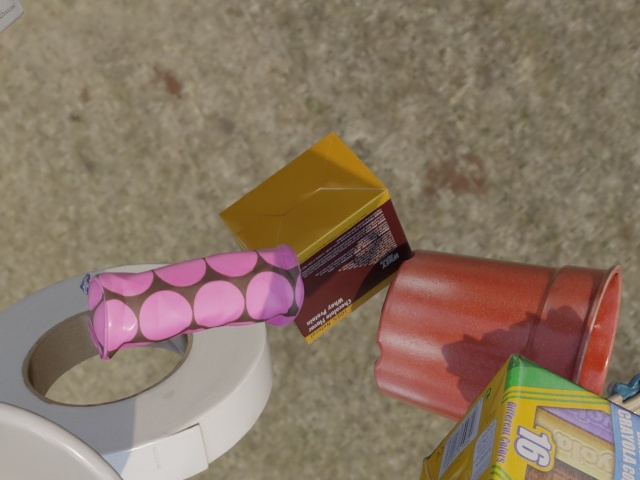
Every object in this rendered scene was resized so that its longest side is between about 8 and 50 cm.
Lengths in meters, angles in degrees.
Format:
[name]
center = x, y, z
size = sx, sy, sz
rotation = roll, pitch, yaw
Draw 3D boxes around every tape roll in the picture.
[tape roll]
center = -0.249, 0.160, 1.524
size = 0.392, 0.392, 0.072
rotation = 22, 133, 39

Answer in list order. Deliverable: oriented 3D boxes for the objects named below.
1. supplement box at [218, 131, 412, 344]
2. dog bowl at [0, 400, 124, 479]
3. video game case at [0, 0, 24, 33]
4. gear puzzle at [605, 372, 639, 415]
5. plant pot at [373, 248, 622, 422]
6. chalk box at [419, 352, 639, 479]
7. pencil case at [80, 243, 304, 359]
[supplement box]
center = 0.000, 0.000, 1.693
size = 0.129, 0.191, 0.194
rotation = 50, 173, 34
[dog bowl]
center = -0.254, 0.265, 0.890
size = 0.349, 0.349, 0.102
rotation = 52, 127, 5
[video game case]
center = -0.487, -0.128, 1.272
size = 0.329, 0.300, 0.036
rotation = -22, 112, 23
[gear puzzle]
center = 0.332, 0.288, 1.362
size = 0.339, 0.175, 0.044
rotation = 67, 173, -30
[plant pot]
center = 0.225, 0.134, 1.631
size = 0.265, 0.272, 0.272
rotation = 14, 132, 20
[chalk box]
center = 0.167, 0.191, 0.747
size = 0.213, 0.132, 0.132
rotation = 27, 133, -4
[pencil case]
center = -0.124, 0.060, 1.242
size = 0.098, 0.209, 0.095
rotation = 110, 146, -52
